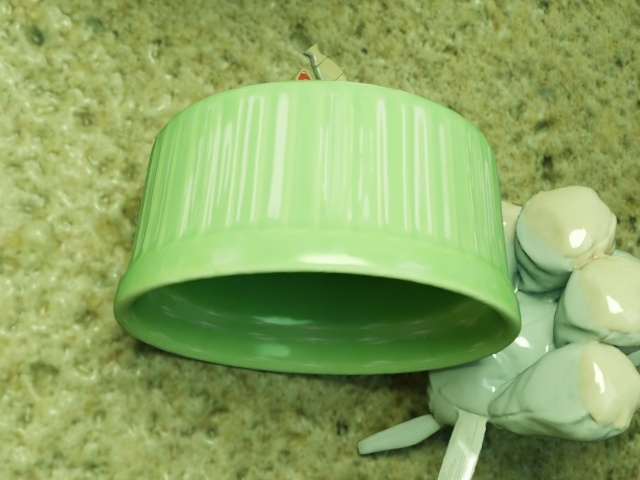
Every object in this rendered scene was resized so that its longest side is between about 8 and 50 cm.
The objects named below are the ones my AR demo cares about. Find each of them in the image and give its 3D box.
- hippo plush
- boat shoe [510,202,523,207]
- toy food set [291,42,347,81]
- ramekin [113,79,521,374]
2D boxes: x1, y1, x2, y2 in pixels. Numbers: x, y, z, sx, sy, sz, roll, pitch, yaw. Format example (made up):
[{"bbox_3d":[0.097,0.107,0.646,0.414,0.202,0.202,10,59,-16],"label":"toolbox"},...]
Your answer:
[{"bbox_3d":[0.231,0.109,0.931,0.236,0.234,0.294,15,96,-40],"label":"hippo plush"},{"bbox_3d":[0.110,-0.006,0.997,0.207,0.073,0.073,-15,91,-31],"label":"boat shoe"},{"bbox_3d":[0.017,-0.123,0.990,0.122,0.019,0.078,46,62,-16],"label":"toy food set"},{"bbox_3d":[0.000,0.000,0.805,0.303,0.303,0.148,14,67,-28],"label":"ramekin"}]
